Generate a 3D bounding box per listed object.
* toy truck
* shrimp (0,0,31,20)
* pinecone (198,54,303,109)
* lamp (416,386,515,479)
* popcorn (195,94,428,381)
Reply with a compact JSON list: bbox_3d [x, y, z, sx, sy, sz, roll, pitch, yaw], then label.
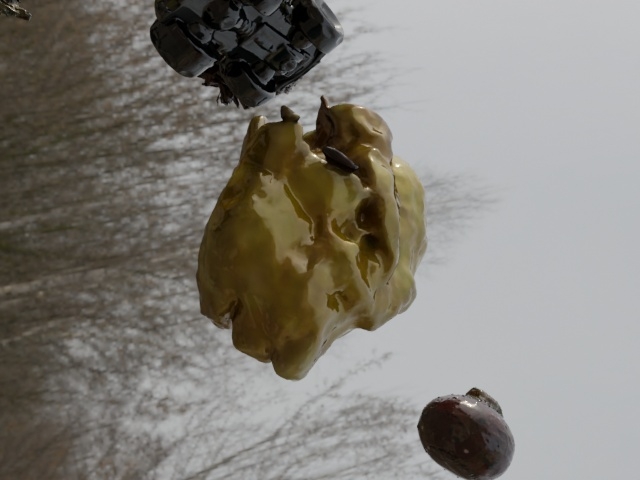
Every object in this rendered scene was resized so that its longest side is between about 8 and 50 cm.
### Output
[{"bbox_3d":[-0.091,-0.262,0.970,0.147,0.224,0.165,-36,-118,20],"label":"toy truck"},{"bbox_3d":[-0.459,-0.301,1.111,0.042,0.190,0.101,131,-33,-68],"label":"shrimp"},{"bbox_3d":[-0.132,-0.339,1.577,0.221,0.221,0.221,33,-51,55],"label":"pinecone"},{"bbox_3d":[0.231,0.296,1.384,0.156,0.135,0.157,35,-20,0],"label":"lamp"},{"bbox_3d":[0.000,-0.002,0.763,0.191,0.190,0.254,123,-16,-77],"label":"popcorn"}]
